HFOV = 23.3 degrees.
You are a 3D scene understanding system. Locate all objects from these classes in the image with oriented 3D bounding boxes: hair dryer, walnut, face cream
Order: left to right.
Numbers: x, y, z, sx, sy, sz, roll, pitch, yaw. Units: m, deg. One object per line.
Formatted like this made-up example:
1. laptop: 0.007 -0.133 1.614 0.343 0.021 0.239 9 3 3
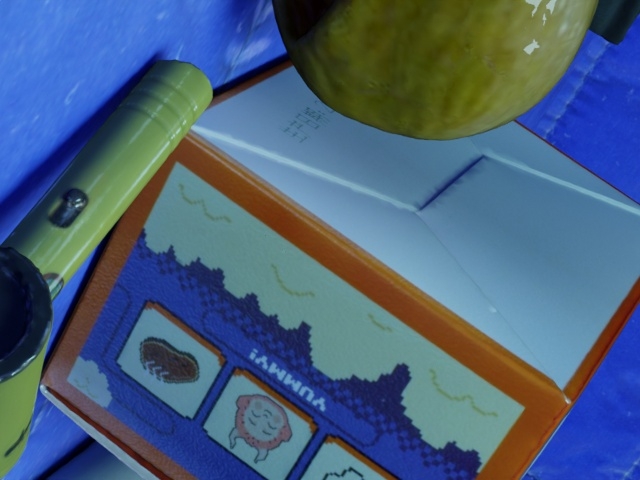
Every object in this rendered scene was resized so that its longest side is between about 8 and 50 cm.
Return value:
1. hair dryer: -0.144 0.006 0.848 0.278 0.090 0.135 -56 172 -36
2. face cream: -0.174 0.205 1.337 0.077 0.077 0.250 -60 168 25
3. walnut: 0.080 -0.194 0.912 0.203 0.203 0.297 -44 162 -49

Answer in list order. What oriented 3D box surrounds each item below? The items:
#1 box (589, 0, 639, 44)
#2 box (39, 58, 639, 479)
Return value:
1. box: 0.216 -0.351 1.003 0.251 0.204 0.345 -50 169 -31
2. box: 0.040 0.052 1.155 0.256 0.319 0.349 -61 170 28
